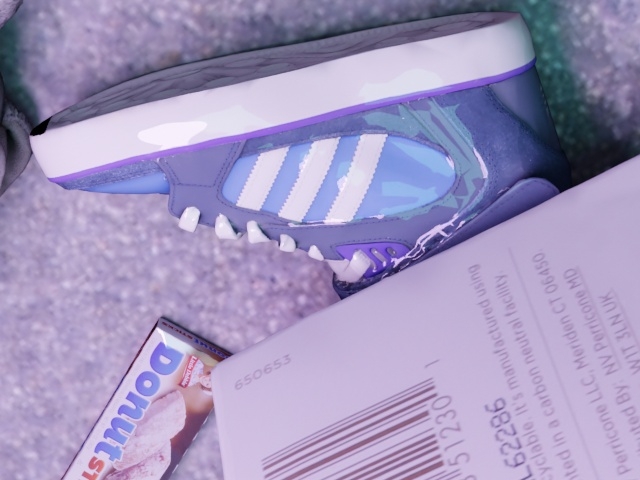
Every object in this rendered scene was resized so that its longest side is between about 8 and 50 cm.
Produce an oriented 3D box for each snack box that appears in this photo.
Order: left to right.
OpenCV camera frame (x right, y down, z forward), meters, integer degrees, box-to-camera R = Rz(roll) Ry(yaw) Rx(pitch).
[{"bbox_3d":[-0.128,0.141,1.101,0.064,0.022,0.178,29,109,-8],"label":"snack box"}]

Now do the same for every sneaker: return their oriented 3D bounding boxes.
[{"bbox_3d":[0.000,0.000,0.987,0.322,0.130,0.236,-12,106,0],"label":"sneaker"}]

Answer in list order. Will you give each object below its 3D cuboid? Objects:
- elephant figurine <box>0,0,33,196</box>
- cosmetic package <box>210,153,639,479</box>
[{"bbox_3d":[-0.248,-0.054,0.969,0.169,0.186,0.239,39,80,-47],"label":"elephant figurine"},{"bbox_3d":[0.181,0.226,0.908,0.327,0.329,0.394,-27,130,10],"label":"cosmetic package"}]
